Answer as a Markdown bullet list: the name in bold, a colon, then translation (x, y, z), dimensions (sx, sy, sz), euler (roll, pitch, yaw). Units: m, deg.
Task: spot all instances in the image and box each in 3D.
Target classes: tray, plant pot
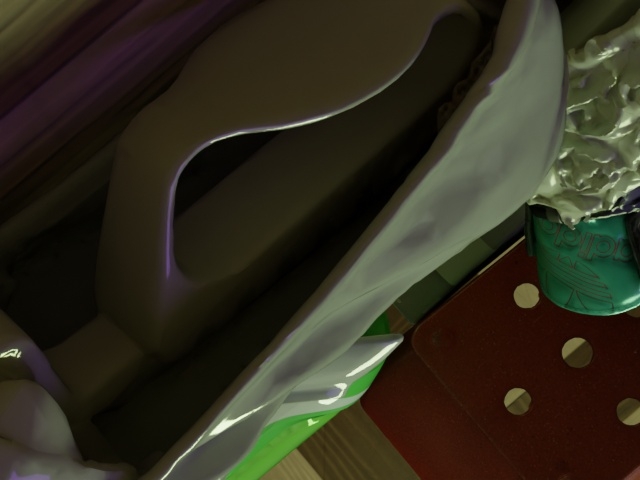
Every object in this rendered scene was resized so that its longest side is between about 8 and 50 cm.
- **tray**: translation (-0.053, 0.073, 0.765), dimensions (0.145, 0.030, 0.270), euler (-6, 176, -11)
- **plant pot**: translation (0.199, 0.117, 1.136), dimensions (0.267, 0.267, 0.236), euler (-38, 162, -6)

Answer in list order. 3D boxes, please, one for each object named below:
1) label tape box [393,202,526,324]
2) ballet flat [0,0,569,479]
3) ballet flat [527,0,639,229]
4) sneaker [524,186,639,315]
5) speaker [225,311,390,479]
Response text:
- **label tape box**: translation (0.183, -0.095, 1.128), dimensions (0.249, 0.115, 0.348), euler (-37, 175, -30)
- **ballet flat**: translation (-0.068, 0.023, 0.436), dimensions (0.400, 0.139, 0.139), euler (-43, 176, -22)
- **ballet flat**: translation (0.152, -0.133, 0.520), dimensions (0.147, 0.147, 0.409), euler (-36, 172, -39)
- **sneaker**: translation (0.156, -0.033, 0.916), dimensions (0.295, 0.123, 0.178), euler (-17, 118, -40)
- **speaker**: translation (-0.075, 0.128, 1.094), dimensions (0.296, 0.131, 0.131), euler (-45, 173, 38)
